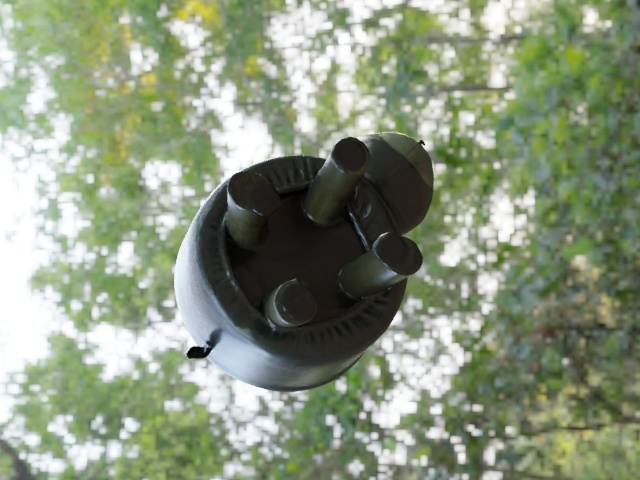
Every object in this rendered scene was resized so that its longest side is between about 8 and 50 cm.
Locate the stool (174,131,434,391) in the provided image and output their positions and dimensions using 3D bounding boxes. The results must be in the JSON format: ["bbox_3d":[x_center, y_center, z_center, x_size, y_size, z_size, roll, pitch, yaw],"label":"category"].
[{"bbox_3d":[-0.008,-0.005,0.930,0.139,0.153,0.228,126,168,-62],"label":"stool"}]
